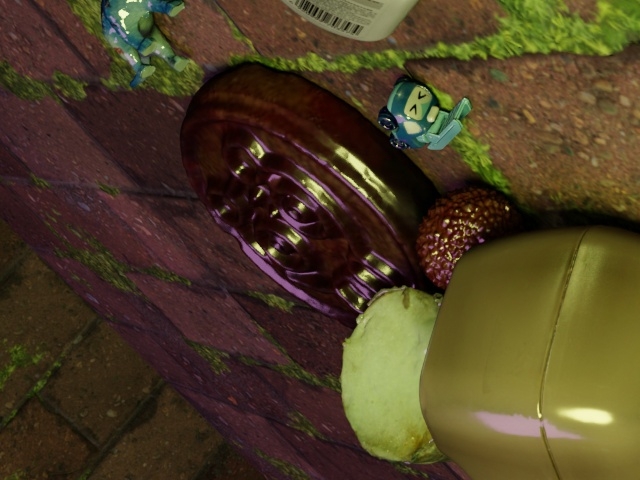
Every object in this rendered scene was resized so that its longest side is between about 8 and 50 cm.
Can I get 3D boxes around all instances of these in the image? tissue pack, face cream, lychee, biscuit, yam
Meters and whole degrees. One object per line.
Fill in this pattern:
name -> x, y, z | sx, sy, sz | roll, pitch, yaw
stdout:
tissue pack -> 0.291, 0.172, 1.359 | 0.277, 0.267, 0.387 | 2, 143, 34
face cream -> 0.025, -0.241, 1.143 | 0.144, 0.071, 0.291 | 28, 171, -3
lychee -> 0.160, 0.002, 1.462 | 0.123, 0.123, 0.129 | 35, 164, 13
biscuit -> -0.010, -0.033, 1.697 | 0.407, 0.091, 0.407 | 31, 153, 18
yam -> 0.160, 0.156, 1.579 | 0.195, 0.195, 0.300 | 27, -172, 35

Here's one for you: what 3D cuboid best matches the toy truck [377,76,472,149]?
toy truck -> 0.110, -0.122, 1.385 | 0.090, 0.056, 0.073 | 10, 152, 33

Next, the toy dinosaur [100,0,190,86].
toy dinosaur -> -0.224, -0.257, 1.679 | 0.144, 0.076, 0.329 | 38, 160, 28
